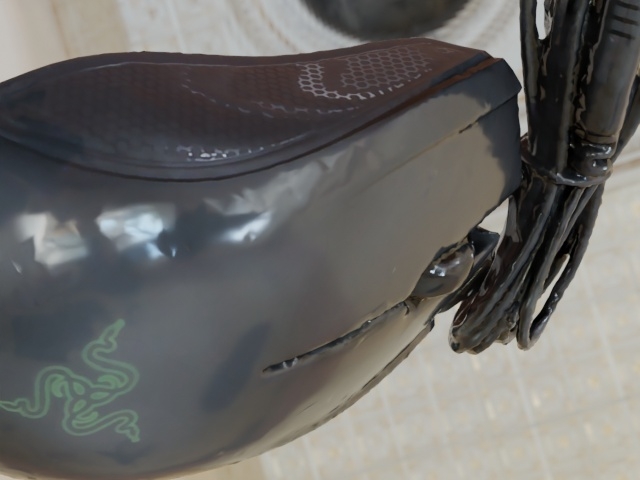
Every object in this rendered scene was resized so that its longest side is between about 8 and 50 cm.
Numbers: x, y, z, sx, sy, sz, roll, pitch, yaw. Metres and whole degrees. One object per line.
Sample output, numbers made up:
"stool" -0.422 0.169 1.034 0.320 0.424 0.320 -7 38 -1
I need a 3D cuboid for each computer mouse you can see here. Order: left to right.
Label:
"computer mouse" 0.000 0.000 0.465 0.272 0.072 0.189 -15 136 -33
